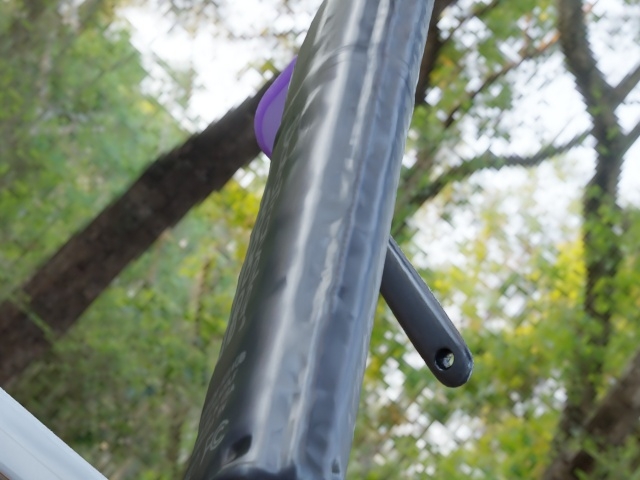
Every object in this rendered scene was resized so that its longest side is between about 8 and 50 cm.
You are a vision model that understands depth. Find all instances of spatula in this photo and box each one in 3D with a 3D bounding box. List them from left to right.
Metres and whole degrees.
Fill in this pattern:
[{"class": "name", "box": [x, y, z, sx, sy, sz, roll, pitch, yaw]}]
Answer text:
[{"class": "spatula", "box": [0.030, -0.013, 1.047, 0.030, 0.084, 0.296, 23, 29, -43]}]

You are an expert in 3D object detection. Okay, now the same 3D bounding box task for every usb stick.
[{"class": "usb stick", "box": [0.000, 0.000, 0.519, 0.045, 0.278, 0.077, 23, -47, -9]}]

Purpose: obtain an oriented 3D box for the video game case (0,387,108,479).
[{"class": "video game case", "box": [-0.210, 0.031, 0.634, 0.285, 0.025, 0.204, 18, -24, 43]}]
